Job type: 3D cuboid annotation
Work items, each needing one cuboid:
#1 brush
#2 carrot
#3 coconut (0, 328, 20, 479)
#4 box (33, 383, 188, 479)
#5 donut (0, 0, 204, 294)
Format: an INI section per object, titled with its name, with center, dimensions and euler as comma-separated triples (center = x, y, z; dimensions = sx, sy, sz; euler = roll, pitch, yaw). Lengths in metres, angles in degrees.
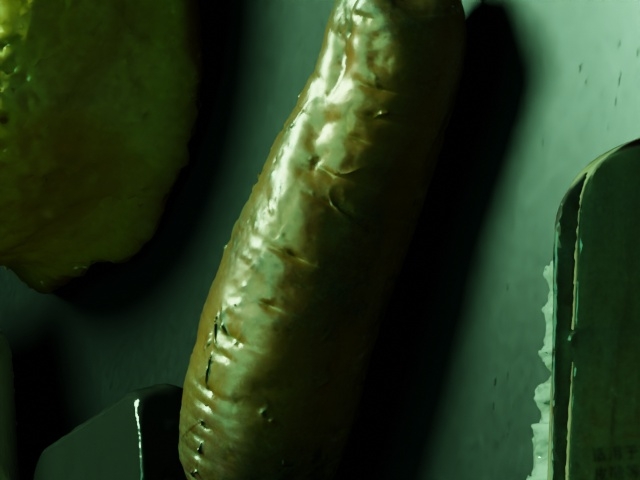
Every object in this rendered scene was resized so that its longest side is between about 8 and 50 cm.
[brush]
center = 0.074, 0.140, 0.443
dimensions = 0.065, 0.070, 0.327
euler = 145, 128, -75
[carrot]
center = 0.000, 0.000, 0.615
dimensions = 0.060, 0.060, 0.186
euler = 36, 112, 58
[coconut]
center = -0.212, 0.091, 0.866
dimensions = 0.161, 0.161, 0.162
euler = 10, 107, 61
[box]
center = -0.080, 0.128, 0.755
dimensions = 0.125, 0.027, 0.126
euler = -34, 54, 56
[donut]
center = -0.133, -0.102, 0.836
dimensions = 0.253, 0.118, 0.253
euler = 16, 109, 54
